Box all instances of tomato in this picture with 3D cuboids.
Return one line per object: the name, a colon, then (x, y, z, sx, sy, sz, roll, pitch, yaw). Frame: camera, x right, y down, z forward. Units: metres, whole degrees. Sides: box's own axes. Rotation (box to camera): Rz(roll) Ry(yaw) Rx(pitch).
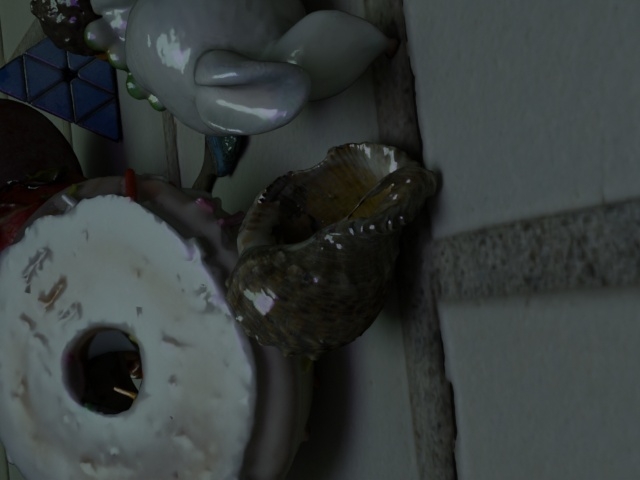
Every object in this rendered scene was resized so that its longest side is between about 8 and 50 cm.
tomato: (-0.501, -0.061, 1.300, 0.283, 0.317, 0.316, 49, 152, -13)

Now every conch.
conch: (0.000, 0.000, 0.701, 0.207, 0.130, 0.155, -49, 68, 24)

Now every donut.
donut: (-0.169, 0.117, 0.877, 0.382, 0.142, 0.383, 4, 99, 26)

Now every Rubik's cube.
Rubik's cube: (-0.395, -0.218, 1.308, 0.191, 0.178, 0.211, 61, 144, 29)

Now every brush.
brush: (-0.128, -0.084, 1.016, 0.196, 0.021, 0.070, -56, 46, 49)

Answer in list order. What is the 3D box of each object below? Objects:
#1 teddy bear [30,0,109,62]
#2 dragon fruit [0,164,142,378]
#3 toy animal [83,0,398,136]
teddy bear: (-0.220, -0.249, 0.981, 0.177, 0.190, 0.140, 7, 95, 54)
dragon fruit: (-0.293, 0.045, 1.101, 0.291, 0.250, 0.269, 28, 129, 29)
toy animal: (-0.085, -0.219, 0.755, 0.247, 0.182, 0.310, -22, 76, 59)
